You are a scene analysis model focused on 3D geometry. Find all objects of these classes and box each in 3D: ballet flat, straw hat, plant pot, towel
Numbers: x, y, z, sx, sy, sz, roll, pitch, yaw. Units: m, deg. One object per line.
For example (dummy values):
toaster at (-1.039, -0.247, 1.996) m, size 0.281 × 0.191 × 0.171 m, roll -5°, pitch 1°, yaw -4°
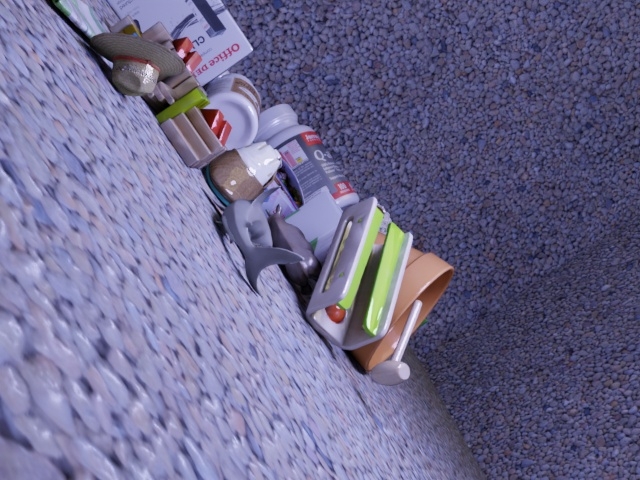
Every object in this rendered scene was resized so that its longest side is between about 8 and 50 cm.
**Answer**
ballet flat at (-0.132, -0.133, 1.588) m, size 0.116 × 0.124 × 0.342 m, roll 56°, pitch 4°, yaw 0°
straw hat at (-0.269, -0.242, 1.206) m, size 0.144 × 0.144 × 0.061 m, roll 45°, pitch 54°, yaw -72°
plant pot at (0.121, 0.111, 1.809) m, size 0.203 × 0.291 × 0.291 m, roll 39°, pitch -1°, yaw 16°
towel at (-0.357, -0.339, 1.203) m, size 0.113 × 0.023 × 0.152 m, roll 53°, pitch 2°, yaw 23°

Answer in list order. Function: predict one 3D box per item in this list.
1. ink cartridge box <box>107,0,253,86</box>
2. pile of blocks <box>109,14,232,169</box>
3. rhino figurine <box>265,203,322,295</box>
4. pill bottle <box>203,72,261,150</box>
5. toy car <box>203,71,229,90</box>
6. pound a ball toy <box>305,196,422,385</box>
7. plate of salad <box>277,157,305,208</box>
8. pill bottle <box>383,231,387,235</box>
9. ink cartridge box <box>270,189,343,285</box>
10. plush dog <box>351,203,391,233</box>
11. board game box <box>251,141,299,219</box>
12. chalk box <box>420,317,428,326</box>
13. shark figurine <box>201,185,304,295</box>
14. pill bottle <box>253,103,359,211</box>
ink cartridge box at (-0.295, -0.462, 1.766) m, size 0.273 × 0.197 × 0.114 m, roll 55°, pitch 5°, yaw -14°
pile of blocks at (-0.254, -0.286, 1.428) m, size 0.362 × 0.112 × 0.149 m, roll 57°, pitch 4°, yaw 22°
rhino figurine at (-0.061, 0.010, 1.682) m, size 0.243 × 0.073 × 0.106 m, roll 57°, pitch 1°, yaw 40°
pill bottle at (-0.193, -0.281, 1.775) m, size 0.131 × 0.131 × 0.229 m, roll 55°, pitch 13°, yaw -22°
toy car at (-0.280, -0.435, 1.943) m, size 0.182 × 0.136 × 0.159 m, roll 15°, pitch 28°, yaw -29°
pound a ball toy at (0.088, 0.106, 1.590) m, size 0.208 × 0.135 × 0.319 m, roll 43°, pitch 44°, yaw -24°
plate of salad at (-0.105, -0.135, 2.244) m, size 0.200 × 0.048 × 0.200 m, roll 45°, pitch -31°, yaw 37°
pill bottle at (0.093, 0.024, 2.366) m, size 0.124 × 0.221 × 0.124 m, roll 56°, pitch 4°, yaw -6°
ink cartridge box at (0.000, 0.000, 1.867) m, size 0.093 × 0.160 × 0.219 m, roll 58°, pitch 3°, yaw 23°
plush dog at (0.076, 0.057, 2.153) m, size 0.225 × 0.262 × 0.211 m, roll 65°, pitch -20°, yaw 18°
board game box at (-0.150, -0.154, 1.984) m, size 0.318 × 0.066 × 0.319 m, roll 52°, pitch 5°, yaw -49°
chalk box at (0.168, 0.184, 2.322) m, size 0.180 × 0.179 × 0.289 m, roll 58°, pitch 3°, yaw 33°
shark figurine at (-0.100, -0.036, 1.288) m, size 0.166 × 0.116 × 0.278 m, roll 54°, pitch 2°, yaw -12°
pill bottle at (-0.065, -0.205, 2.424) m, size 0.363 × 0.210 × 0.210 m, roll 57°, pitch 4°, yaw 11°
